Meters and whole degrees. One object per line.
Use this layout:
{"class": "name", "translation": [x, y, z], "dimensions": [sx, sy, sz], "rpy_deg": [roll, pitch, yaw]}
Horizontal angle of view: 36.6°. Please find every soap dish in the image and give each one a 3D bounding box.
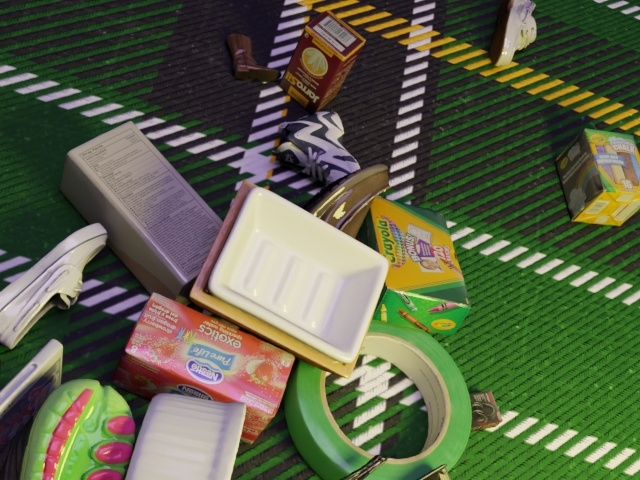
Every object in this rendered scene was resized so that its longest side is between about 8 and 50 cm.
{"class": "soap dish", "translation": [-0.049, 0.068, 1.578], "dimensions": [0.291, 0.118, 0.229], "rpy_deg": [29, 62, -13]}

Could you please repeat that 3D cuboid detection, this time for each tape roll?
{"class": "tape roll", "translation": [0.099, 0.280, 1.660], "dimensions": [0.321, 0.077, 0.321], "rpy_deg": [11, 55, -16]}

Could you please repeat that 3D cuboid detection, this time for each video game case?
{"class": "video game case", "translation": [-0.433, 0.255, 1.370], "dimensions": [0.023, 0.201, 0.183], "rpy_deg": [33, 52, 9]}

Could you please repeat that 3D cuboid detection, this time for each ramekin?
{"class": "ramekin", "translation": [-0.205, 0.349, 1.367], "dimensions": [0.135, 0.277, 0.277], "rpy_deg": [15, 54, -5]}

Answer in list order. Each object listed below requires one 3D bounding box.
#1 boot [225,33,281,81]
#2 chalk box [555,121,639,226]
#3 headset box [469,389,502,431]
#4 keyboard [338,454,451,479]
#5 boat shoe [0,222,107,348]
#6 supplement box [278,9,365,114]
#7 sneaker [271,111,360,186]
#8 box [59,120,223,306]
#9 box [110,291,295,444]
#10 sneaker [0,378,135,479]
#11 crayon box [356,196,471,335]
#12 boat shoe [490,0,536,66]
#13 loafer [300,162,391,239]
{"class": "boot", "translation": [-0.140, -0.387, 2.026], "dimensions": [0.106, 0.037, 0.114], "rpy_deg": [3, 53, -24]}
{"class": "chalk box", "translation": [0.616, -0.157, 2.132], "dimensions": [0.132, 0.132, 0.213], "rpy_deg": [5, 58, -19]}
{"class": "headset box", "translation": [0.285, 0.308, 1.748], "dimensions": [0.083, 0.032, 0.062], "rpy_deg": [-5, 61, -24]}
{"class": "keyboard", "translation": [0.073, 0.439, 1.507], "dimensions": [0.317, 0.033, 0.201], "rpy_deg": [-25, 97, -23]}
{"class": "boat shoe", "translation": [-0.431, 0.075, 1.570], "dimensions": [0.084, 0.095, 0.258], "rpy_deg": [44, 63, 3]}
{"class": "supplement box", "translation": [0.000, -0.359, 1.967], "dimensions": [0.104, 0.188, 0.081], "rpy_deg": [41, 53, 6]}
{"class": "sneaker", "translation": [-0.015, -0.148, 1.886], "dimensions": [0.153, 0.094, 0.235], "rpy_deg": [-7, 67, -20]}
{"class": "box", "translation": [-0.296, -0.041, 1.674], "dimensions": [0.148, 0.121, 0.311], "rpy_deg": [-33, 76, -36]}
{"class": "box", "translation": [-0.189, 0.207, 1.552], "dimensions": [0.257, 0.128, 0.122], "rpy_deg": [25, 52, -7]}
{"class": "sneaker", "translation": [-0.402, 0.420, 1.302], "dimensions": [0.185, 0.202, 0.483], "rpy_deg": [34, 68, -15]}
{"class": "crayon box", "translation": [0.163, 0.042, 1.792], "dimensions": [0.165, 0.081, 0.278], "rpy_deg": [13, 36, -16]}
{"class": "boat shoe", "translation": [0.476, -0.507, 2.325], "dimensions": [0.096, 0.098, 0.277], "rpy_deg": [24, 51, -6]}
{"class": "loafer", "translation": [0.000, 0.000, 1.753], "dimensions": [0.366, 0.134, 0.130], "rpy_deg": [-42, 97, -14]}
